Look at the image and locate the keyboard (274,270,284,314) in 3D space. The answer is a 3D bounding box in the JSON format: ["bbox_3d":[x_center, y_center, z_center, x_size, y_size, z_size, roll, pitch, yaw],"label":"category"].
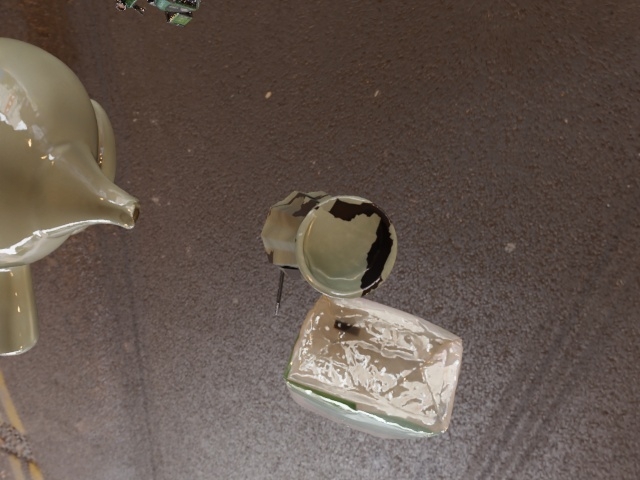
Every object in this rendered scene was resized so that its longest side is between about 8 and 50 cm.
[{"bbox_3d":[-0.084,0.062,1.049,0.011,0.202,0.067,7,146,-3],"label":"keyboard"}]

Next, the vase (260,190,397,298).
[{"bbox_3d":[0.000,0.000,0.687,0.165,0.360,0.165,-1,94,-9],"label":"vase"}]

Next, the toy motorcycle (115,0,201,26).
[{"bbox_3d":[-0.287,-0.424,0.810,0.100,0.173,0.058,-17,87,39],"label":"toy motorcycle"}]

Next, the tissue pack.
[{"bbox_3d":[0.084,0.251,0.888,0.266,0.193,0.356,18,157,6],"label":"tissue pack"}]

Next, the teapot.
[{"bbox_3d":[-0.315,-0.039,0.473,0.318,0.149,0.219,-38,63,30],"label":"teapot"}]
